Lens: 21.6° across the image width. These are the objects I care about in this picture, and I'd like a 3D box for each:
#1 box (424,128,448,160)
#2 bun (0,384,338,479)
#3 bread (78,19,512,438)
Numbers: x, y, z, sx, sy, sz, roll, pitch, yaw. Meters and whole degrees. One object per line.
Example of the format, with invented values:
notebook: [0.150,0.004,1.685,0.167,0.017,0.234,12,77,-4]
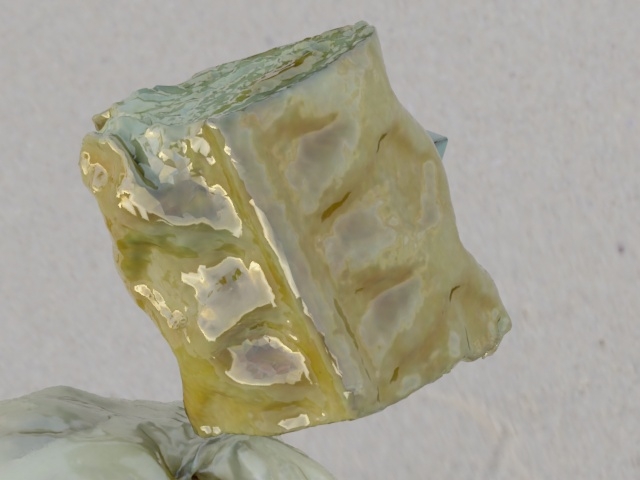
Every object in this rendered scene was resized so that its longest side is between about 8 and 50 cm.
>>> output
box: [0.000,0.000,1.493,0.153,0.092,0.245,22,109,13]
bun: [-0.114,0.229,1.223,0.213,0.361,0.361,-55,48,21]
bread: [-0.022,0.001,1.125,0.238,0.252,0.196,-24,15,-29]
